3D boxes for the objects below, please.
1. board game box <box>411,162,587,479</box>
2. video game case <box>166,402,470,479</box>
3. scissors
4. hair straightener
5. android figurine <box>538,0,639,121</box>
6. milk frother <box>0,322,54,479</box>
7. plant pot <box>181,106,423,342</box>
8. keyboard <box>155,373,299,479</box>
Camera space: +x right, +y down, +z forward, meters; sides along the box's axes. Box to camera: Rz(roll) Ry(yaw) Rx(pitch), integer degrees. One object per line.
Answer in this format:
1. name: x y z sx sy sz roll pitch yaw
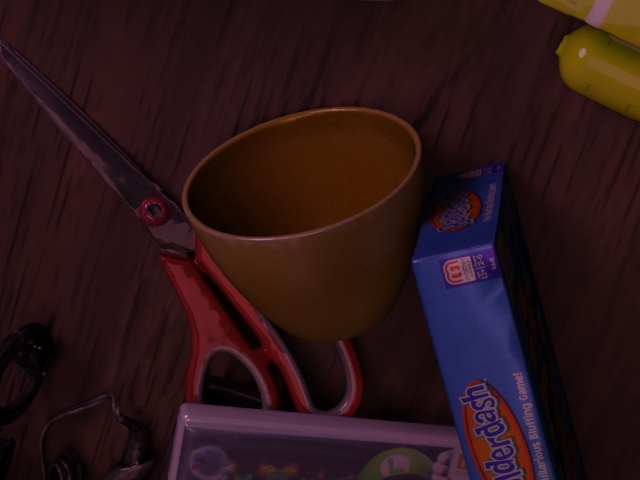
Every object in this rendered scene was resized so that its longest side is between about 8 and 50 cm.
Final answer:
1. board game box: 0.103 0.079 0.903 0.047 0.160 0.210 -14 104 12
2. video game case: -0.004 0.185 0.990 0.190 0.022 0.173 6 111 -12
3. scissors: -0.078 -0.009 0.975 0.109 0.021 0.297 -28 91 -1
4. hair straightener: -0.164 0.198 1.035 0.089 0.047 0.230 16 108 3
5. android figurine: 0.211 -0.175 0.864 0.272 0.056 0.248 24 109 0
6. milk frother: -0.249 0.100 1.002 0.134 0.129 0.143 26 66 -1
7. plant pot: 0.000 0.000 0.918 0.134 0.134 0.095 -9 122 11
8. keyboard: -0.055 0.178 1.017 0.108 0.023 0.180 19 103 -4
